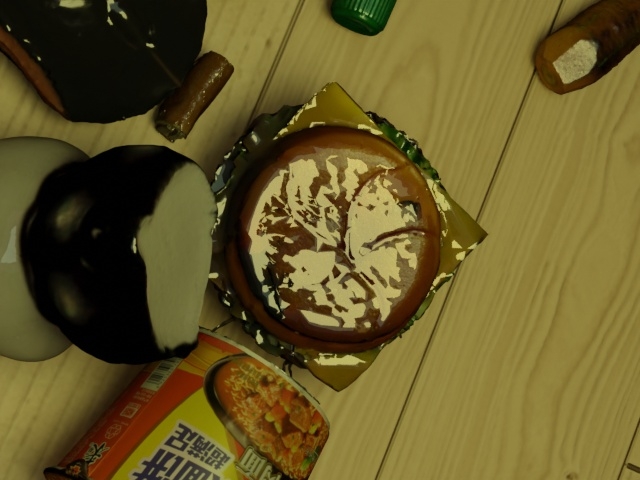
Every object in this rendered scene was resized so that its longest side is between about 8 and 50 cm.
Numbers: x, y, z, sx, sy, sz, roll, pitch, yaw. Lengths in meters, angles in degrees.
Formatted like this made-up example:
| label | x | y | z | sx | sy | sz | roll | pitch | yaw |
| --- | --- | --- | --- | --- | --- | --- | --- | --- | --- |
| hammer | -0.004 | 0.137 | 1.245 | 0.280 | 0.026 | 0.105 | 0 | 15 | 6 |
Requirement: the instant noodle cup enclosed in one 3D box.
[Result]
| label | x | y | z | sx | sy | sz | roll | pitch | yaw |
| --- | --- | --- | --- | --- | --- | --- | --- | --- | --- |
| instant noodle cup | -0.101 | 0.186 | 1.345 | 0.213 | 0.213 | 0.174 | 40 | 68 | -16 |

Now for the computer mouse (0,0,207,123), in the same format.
| label | x | y | z | sx | sy | sz | roll | pitch | yaw |
| --- | --- | --- | --- | --- | --- | --- | --- | --- | --- |
| computer mouse | -0.232 | -0.240 | 1.339 | 0.323 | 0.116 | 0.183 | 43 | 80 | -16 |

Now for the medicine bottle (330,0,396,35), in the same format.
| label | x | y | z | sx | sy | sz | roll | pitch | yaw |
| --- | --- | --- | --- | --- | --- | --- | --- | --- | --- |
| medicine bottle | 0.087 | -0.338 | 1.481 | 0.111 | 0.076 | 0.309 | 24 | 80 | -17 |

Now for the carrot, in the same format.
| label | x | y | z | sx | sy | sz | roll | pitch | yaw |
| --- | --- | --- | --- | --- | --- | --- | --- | --- | --- |
| carrot | 0.344 | -0.245 | 1.588 | 0.314 | 0.066 | 0.066 | -34 | 101 | -19 |

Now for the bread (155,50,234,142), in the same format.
| label | x | y | z | sx | sy | sz | roll | pitch | yaw |
| --- | --- | --- | --- | --- | --- | --- | --- | --- | --- |
| bread | -0.114 | -0.129 | 1.417 | 0.036 | 0.047 | 0.083 | 37 | 76 | -15 |

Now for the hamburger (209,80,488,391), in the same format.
| label | x | y | z | sx | sy | sz | roll | pitch | yaw |
| --- | --- | --- | --- | --- | --- | --- | --- | --- | --- |
| hamburger | 0.000 | 0.000 | 1.409 | 0.261 | 0.139 | 0.243 | -45 | 102 | -11 |

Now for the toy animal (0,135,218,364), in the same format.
| label | x | y | z | sx | sy | sz | roll | pitch | yaw |
| --- | --- | --- | --- | --- | --- | --- | --- | --- | --- |
| toy animal | -0.212 | 0.005 | 1.292 | 0.165 | 0.235 | 0.187 | 38 | 58 | -62 |
